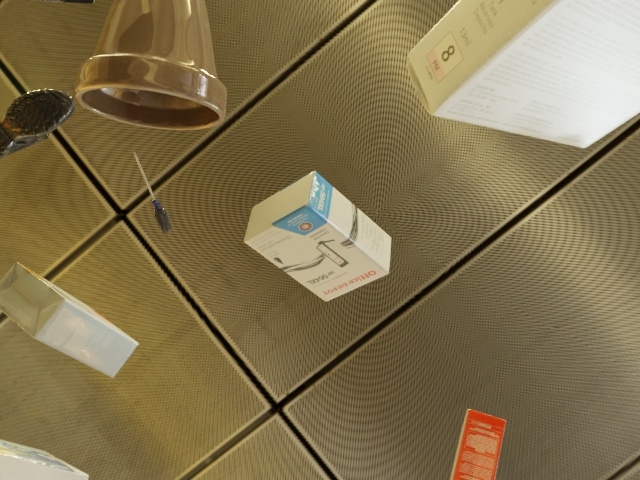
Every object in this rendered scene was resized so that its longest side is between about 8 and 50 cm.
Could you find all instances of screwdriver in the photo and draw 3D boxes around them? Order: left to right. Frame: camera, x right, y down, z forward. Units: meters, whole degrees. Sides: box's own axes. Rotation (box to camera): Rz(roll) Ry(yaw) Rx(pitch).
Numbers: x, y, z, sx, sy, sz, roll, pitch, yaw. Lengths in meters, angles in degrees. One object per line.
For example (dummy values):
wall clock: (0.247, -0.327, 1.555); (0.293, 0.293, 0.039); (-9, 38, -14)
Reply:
screwdriver: (-0.314, -0.086, 1.104); (0.024, 0.025, 0.169); (-3, -53, 21)

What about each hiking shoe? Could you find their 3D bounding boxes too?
hiking shoe: (-0.584, -0.244, 1.208); (0.227, 0.114, 0.086); (-25, -74, 13)

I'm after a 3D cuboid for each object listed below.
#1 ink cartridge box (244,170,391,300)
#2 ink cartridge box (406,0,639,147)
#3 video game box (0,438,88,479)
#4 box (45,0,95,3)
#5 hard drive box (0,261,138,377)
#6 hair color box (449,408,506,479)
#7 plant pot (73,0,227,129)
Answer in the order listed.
ink cartridge box: (0.000, 0.000, 0.994); (0.148, 0.085, 0.203); (-28, -53, 35)
ink cartridge box: (0.195, -0.146, 0.349); (0.232, 0.189, 0.066); (-44, -124, 42)
video game box: (-0.469, 0.317, 0.862); (0.187, 0.205, 0.048); (-7, -123, 45)
box: (-0.407, -0.460, 0.763); (0.073, 0.293, 0.295); (43, -53, 19)
hard drive box: (-0.507, 0.162, 1.188); (0.181, 0.232, 0.089); (25, -108, 32)
hair color box: (0.157, 0.259, 0.627); (0.043, 0.072, 0.141); (14, -116, 16)
plant pot: (-0.298, -0.344, 1.083); (0.263, 0.263, 0.229); (2, -95, 5)
